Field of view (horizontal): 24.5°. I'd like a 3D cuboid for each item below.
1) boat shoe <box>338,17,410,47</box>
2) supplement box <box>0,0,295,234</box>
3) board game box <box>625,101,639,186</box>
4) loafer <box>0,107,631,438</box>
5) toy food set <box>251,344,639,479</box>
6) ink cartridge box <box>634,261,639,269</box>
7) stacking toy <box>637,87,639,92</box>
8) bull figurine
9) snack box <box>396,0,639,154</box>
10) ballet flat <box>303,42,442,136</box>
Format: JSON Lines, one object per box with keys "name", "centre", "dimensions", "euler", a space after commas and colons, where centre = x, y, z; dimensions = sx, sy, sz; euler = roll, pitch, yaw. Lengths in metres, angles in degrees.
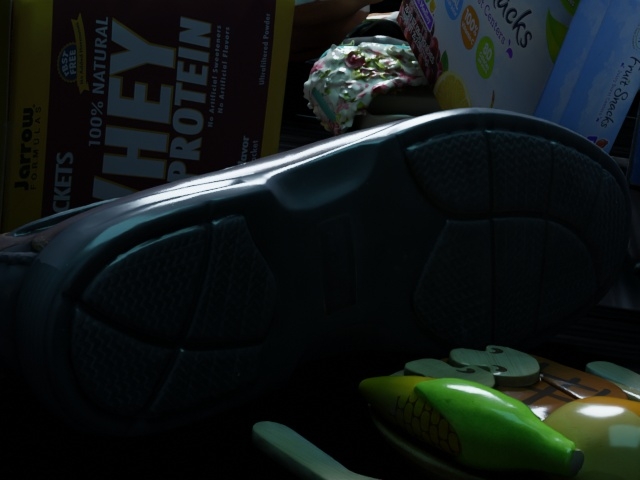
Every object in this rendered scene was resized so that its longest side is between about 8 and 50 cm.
{"name": "boat shoe", "centre": [0.054, -0.146, 1.205], "dimensions": [0.081, 0.068, 0.228], "euler": [7, 15, 2]}
{"name": "supplement box", "centre": [-0.151, -0.072, 0.732], "dimensions": [0.194, 0.129, 0.191], "euler": [17, 18, 33]}
{"name": "board game box", "centre": [0.414, -0.072, 1.053], "dimensions": [0.308, 0.086, 0.302], "euler": [14, 17, 25]}
{"name": "loafer", "centre": [0.000, 0.000, 0.589], "dimensions": [0.303, 0.109, 0.095], "euler": [-10, 18, -40]}
{"name": "toy food set", "centre": [0.082, 0.059, 0.519], "dimensions": [0.192, 0.038, 0.132], "euler": [-6, 19, -39]}
{"name": "ink cartridge box", "centre": [0.315, -0.049, 0.697], "dimensions": [0.165, 0.065, 0.333], "euler": [-25, -7, -35]}
{"name": "stacking toy", "centre": [0.312, -0.401, 1.467], "dimensions": [0.351, 0.479, 0.350], "euler": [7, 15, -2]}
{"name": "bull figurine", "centre": [0.015, -0.223, 1.264], "dimensions": [0.188, 0.101, 0.310], "euler": [-13, 0, -7]}
{"name": "snack box", "centre": [0.126, -0.147, 0.908], "dimensions": [0.070, 0.174, 0.207], "euler": [0, 43, -21]}
{"name": "ballet flat", "centre": [0.107, -0.091, 1.044], "dimensions": [0.241, 0.091, 0.077], "euler": [-1, 47, -13]}
